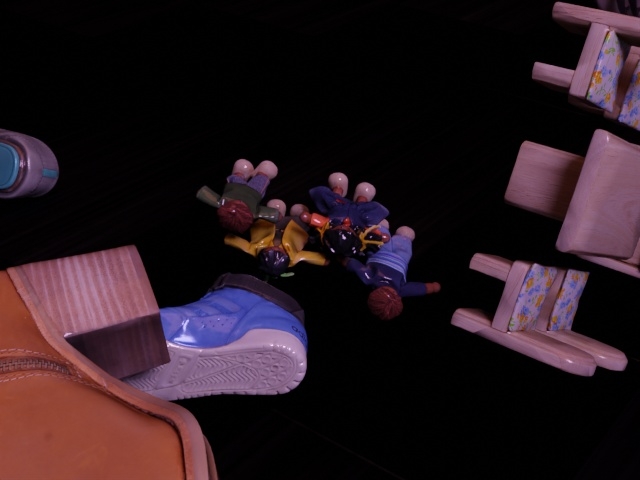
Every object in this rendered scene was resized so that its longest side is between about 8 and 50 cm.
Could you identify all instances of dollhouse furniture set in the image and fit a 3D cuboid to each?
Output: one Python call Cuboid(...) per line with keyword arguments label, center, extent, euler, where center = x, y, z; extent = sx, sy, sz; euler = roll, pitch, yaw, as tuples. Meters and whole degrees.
Cuboid(label="dollhouse furniture set", center=(0.234, -0.015, 0.651), extent=(0.161, 0.212, 0.242), euler=(22, 9, 31))

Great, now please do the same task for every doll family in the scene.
Cuboid(label="doll family", center=(0.000, 0.000, 0.735), extent=(0.192, 0.076, 0.111), euler=(7, 26, 1))

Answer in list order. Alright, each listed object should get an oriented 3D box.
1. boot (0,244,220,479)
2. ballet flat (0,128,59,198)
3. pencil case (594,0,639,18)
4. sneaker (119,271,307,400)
Cuboid(label="boot", center=(-0.166, 0.128, 0.480), extent=(0.220, 0.109, 0.283), euler=(-18, 54, -13))
Cuboid(label="ballet flat", center=(-0.330, -0.078, 0.862), extent=(0.213, 0.072, 0.068), euler=(16, 6, 19))
Cuboid(label="pencil case", center=(0.464, -0.294, 1.163), extent=(0.159, 0.184, 0.410), euler=(-3, 30, -9))
Cuboid(label="sneaker", center=(-0.084, 0.060, 0.641), extent=(0.152, 0.058, 0.085), euler=(0, 28, 2))
